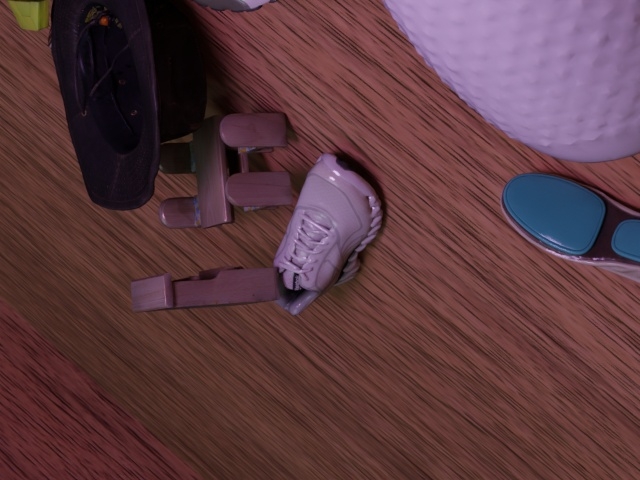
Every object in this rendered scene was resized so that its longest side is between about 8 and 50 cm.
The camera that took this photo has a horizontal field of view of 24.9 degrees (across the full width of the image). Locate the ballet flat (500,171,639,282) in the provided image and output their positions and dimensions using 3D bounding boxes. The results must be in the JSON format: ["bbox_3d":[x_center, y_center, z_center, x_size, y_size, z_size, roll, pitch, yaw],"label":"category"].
[{"bbox_3d":[0.300,0.002,1.494,0.248,0.086,0.086,25,147,32],"label":"ballet flat"}]

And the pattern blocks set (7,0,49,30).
[{"bbox_3d":[-0.405,-0.406,1.846,0.325,0.026,0.285,5,116,53],"label":"pattern blocks set"}]

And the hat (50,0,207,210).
[{"bbox_3d":[-0.223,-0.204,1.819,0.331,0.134,0.331,18,112,54],"label":"hat"}]

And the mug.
[{"bbox_3d":[0.220,-0.243,1.090,0.374,0.276,0.328,-16,128,26],"label":"mug"}]

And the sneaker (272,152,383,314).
[{"bbox_3d":[0.000,0.000,1.855,0.110,0.118,0.292,38,151,16],"label":"sneaker"}]

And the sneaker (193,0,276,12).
[{"bbox_3d":[-0.182,-0.373,1.567,0.410,0.158,0.182,13,134,35],"label":"sneaker"}]

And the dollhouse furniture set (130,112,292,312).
[{"bbox_3d":[-0.156,-0.035,1.857,0.212,0.161,0.242,-13,82,60],"label":"dollhouse furniture set"}]

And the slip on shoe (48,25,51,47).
[{"bbox_3d":[-0.338,-0.301,1.981,0.041,0.051,0.135,10,151,-21],"label":"slip on shoe"}]
